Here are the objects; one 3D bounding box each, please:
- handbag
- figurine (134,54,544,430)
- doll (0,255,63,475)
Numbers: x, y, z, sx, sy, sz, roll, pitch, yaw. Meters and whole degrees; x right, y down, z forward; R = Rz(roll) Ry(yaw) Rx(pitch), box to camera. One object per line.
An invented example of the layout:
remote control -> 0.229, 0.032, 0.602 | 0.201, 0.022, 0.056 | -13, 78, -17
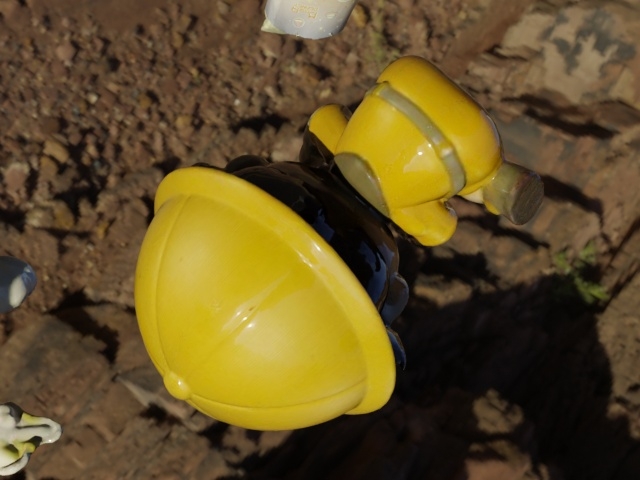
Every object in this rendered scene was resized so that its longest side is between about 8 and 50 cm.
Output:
handbag -> -0.004, -0.329, 1.241 | 0.117, 0.095, 0.173 | 2, 146, -20
figurine -> -0.002, -0.001, 0.612 | 0.257, 0.192, 0.167 | -50, 157, 0
doll -> -0.473, 0.165, 1.090 | 0.348, 0.423, 0.161 | -18, 137, -9
